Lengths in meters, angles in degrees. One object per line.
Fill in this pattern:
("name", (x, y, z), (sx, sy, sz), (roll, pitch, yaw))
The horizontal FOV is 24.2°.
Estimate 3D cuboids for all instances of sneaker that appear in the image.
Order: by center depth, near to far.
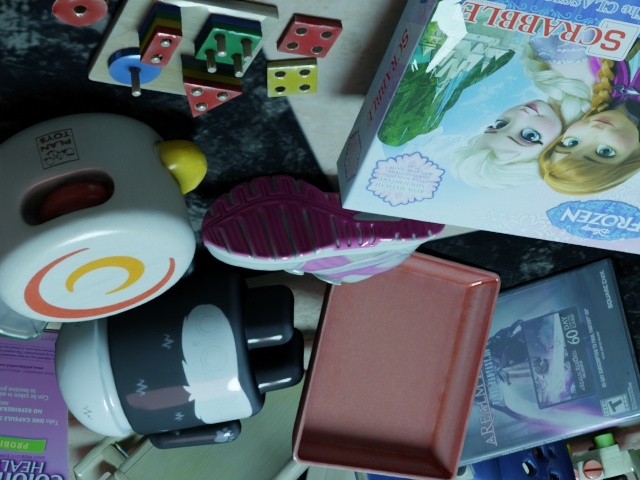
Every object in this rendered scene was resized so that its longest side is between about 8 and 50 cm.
("sneaker", (0.000, 0.000, 1.559), (0.252, 0.103, 0.111), (-1, 150, -11))

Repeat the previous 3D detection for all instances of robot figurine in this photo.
("robot figurine", (-0.160, 0.126, 1.689), (0.278, 0.209, 0.173), (-10, 168, 5))

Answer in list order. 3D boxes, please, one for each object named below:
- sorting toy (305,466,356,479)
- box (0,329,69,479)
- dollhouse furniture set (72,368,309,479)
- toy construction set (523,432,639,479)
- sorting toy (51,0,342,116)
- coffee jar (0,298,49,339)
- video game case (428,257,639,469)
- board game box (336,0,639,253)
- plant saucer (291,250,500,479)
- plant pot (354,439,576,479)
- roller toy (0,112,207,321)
("sorting toy", (0.041, 0.395, 2.232), (0.348, 0.196, 0.047), (12, 175, -31))
("box", (-0.389, 0.257, 1.799), (0.117, 0.243, 0.213), (7, 150, -25))
("dollhouse furniture set", (-0.108, 0.330, 1.945), (0.256, 0.362, 0.394), (-43, 160, -21))
("toy construction set", (0.384, 0.362, 2.239), (0.328, 0.151, 0.215), (0, 170, 6))
("sorting toy", (-0.111, -0.156, 1.302), (0.275, 0.046, 0.132), (7, 149, -25))
("coffee jar", (-0.355, 0.052, 1.532), (0.096, 0.079, 0.184), (21, 170, -37))
("video game case", (0.243, 0.152, 1.796), (0.274, 0.196, 0.026), (-19, 155, 21))
("board game box", (0.212, -0.130, 1.309), (0.319, 0.066, 0.318), (8, 137, -15))
("plant saucer", (0.080, 0.138, 1.720), (0.259, 0.258, 0.048), (15, 178, -39))
("plant pot", (0.170, 0.279, 1.950), (0.236, 0.236, 0.212), (-31, 147, 29))
("roller toy", (-0.223, -0.027, 1.412), (0.191, 0.146, 0.209), (8, 144, -43))
